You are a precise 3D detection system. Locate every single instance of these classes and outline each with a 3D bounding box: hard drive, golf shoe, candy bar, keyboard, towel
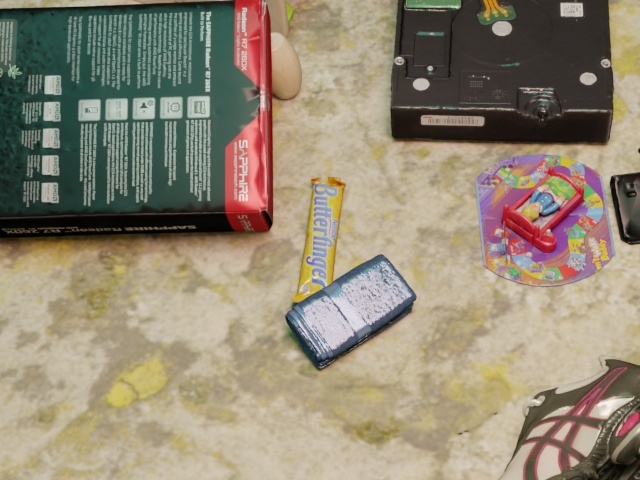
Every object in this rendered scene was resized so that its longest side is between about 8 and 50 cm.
[{"bbox_3d":[0.203,-0.255,1.541,0.237,0.064,0.339,1,55,6],"label":"hard drive"},{"bbox_3d":[0.207,0.201,1.208,0.273,0.105,0.120,-28,41,-22],"label":"golf shoe"},{"bbox_3d":[0.000,0.000,1.404,0.040,0.018,0.161,3,56,7],"label":"candy bar"},{"bbox_3d":[0.393,-0.051,1.407,0.192,0.038,0.100,-6,77,-1],"label":"keyboard"},{"bbox_3d":[0.030,0.067,1.339,0.119,0.029,0.067,-32,76,-14],"label":"towel"}]

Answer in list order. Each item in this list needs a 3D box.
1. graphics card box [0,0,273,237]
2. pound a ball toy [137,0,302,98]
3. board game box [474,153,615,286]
[{"bbox_3d":[-0.234,-0.123,1.422,0.371,0.094,0.233,-2,78,3],"label":"graphics card box"},{"bbox_3d":[-0.134,-0.311,1.567,0.319,0.136,0.208,19,58,18],"label":"pound a ball toy"},{"bbox_3d":[0.228,-0.032,1.398,0.133,0.033,0.168,-3,55,3],"label":"board game box"}]
